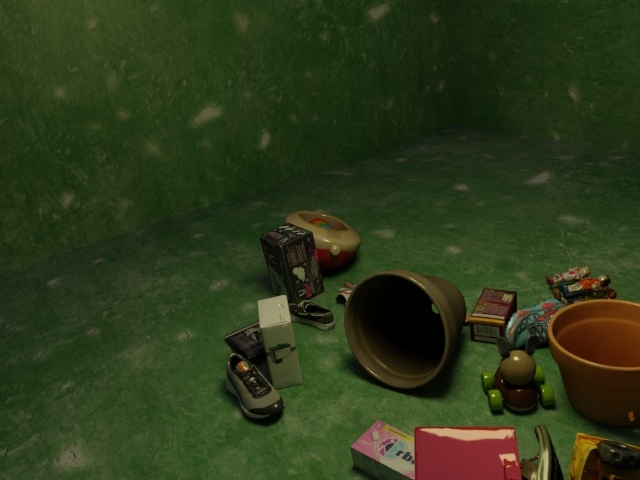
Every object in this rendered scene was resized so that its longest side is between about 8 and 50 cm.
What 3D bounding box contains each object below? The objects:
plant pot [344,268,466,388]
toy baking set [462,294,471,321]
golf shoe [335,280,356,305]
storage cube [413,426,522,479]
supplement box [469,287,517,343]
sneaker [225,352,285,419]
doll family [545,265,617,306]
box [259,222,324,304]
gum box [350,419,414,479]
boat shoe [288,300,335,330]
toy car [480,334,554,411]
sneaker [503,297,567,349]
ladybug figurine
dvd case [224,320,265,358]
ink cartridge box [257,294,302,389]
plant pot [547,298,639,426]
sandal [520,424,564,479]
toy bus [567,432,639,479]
[{"bbox_3d":[0.278,0.223,1.671,0.323,0.324,0.280,9,14,37],"label":"plant pot"},{"bbox_3d":[0.385,0.221,1.923,0.256,0.030,0.197,4,30,29],"label":"toy baking set"},{"bbox_3d":[0.131,0.209,2.016,0.086,0.067,0.186,-49,38,-16],"label":"golf shoe"},{"bbox_3d":[0.283,0.484,1.117,0.193,0.184,0.215,-4,46,13],"label":"storage cube"},{"bbox_3d":[0.528,0.228,1.780,0.104,0.081,0.188,4,28,29],"label":"supplement box"},{"bbox_3d":[-0.196,0.406,1.635,0.100,0.108,0.271,-22,28,-30],"label":"sneaker"},{"bbox_3d":[0.821,0.158,1.820,0.163,0.119,0.263,-13,5,8],"label":"doll family"},{"bbox_3d":[-0.106,0.085,2.140,0.142,0.248,0.163,-25,27,-29],"label":"box"},{"bbox_3d":[0.168,0.496,1.343,0.188,0.062,0.107,13,32,41],"label":"gum box"},{"bbox_3d":[-0.040,0.239,1.989,0.219,0.070,0.077,11,31,39],"label":"boat shoe"},{"bbox_3d":[0.490,0.315,1.467,0.154,0.189,0.149,-8,24,5],"label":"toy car"},{"bbox_3d":[0.638,0.245,1.673,0.261,0.104,0.125,-22,29,-25],"label":"sneaker"},{"bbox_3d":[0.000,0.000,2.337,0.304,0.162,0.449,10,13,-13],"label":"ladybug figurine"},{"bbox_3d":[-0.203,0.315,1.910,0.164,0.018,0.221,-22,17,-24],"label":"dvd case"},{"bbox_3d":[-0.120,0.294,1.713,0.092,0.220,0.160,-12,24,-4],"label":"ink cartridge box"},{"bbox_3d":[0.698,0.300,1.401,0.290,0.204,0.291,-8,24,3],"label":"plant pot"},{"bbox_3d":[0.439,0.493,1.192,0.086,0.120,0.303,-13,20,28],"label":"sandal"},{"bbox_3d":[0.604,0.467,1.157,0.220,0.150,0.211,10,1,10],"label":"toy bus"}]
